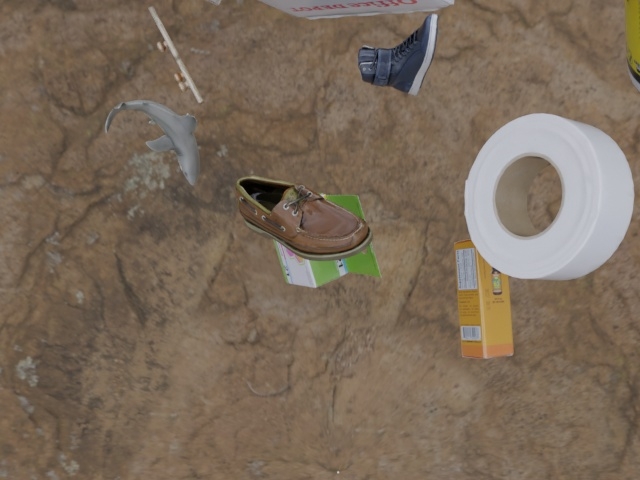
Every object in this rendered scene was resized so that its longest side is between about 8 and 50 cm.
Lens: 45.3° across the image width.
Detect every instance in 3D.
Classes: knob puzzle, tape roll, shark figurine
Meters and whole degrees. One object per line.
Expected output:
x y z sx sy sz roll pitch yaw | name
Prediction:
-0.274 -0.337 1.417 0.030 0.213 0.213 -28 75 -2 | knob puzzle
0.386 -0.072 1.327 0.100 0.286 0.286 4 69 -37 | tape roll
-0.339 -0.265 1.709 0.116 0.278 0.166 -7 58 39 | shark figurine

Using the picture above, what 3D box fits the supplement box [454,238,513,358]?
0.322 0.113 1.515 0.078 0.080 0.233 -1 87 -29 | supplement box

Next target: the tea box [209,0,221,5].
-0.364 -0.886 2.119 0.323 0.220 0.329 23 107 -28 | tea box

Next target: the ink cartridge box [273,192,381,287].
0.000 0.000 1.635 0.097 0.255 0.189 -23 104 -28 | ink cartridge box

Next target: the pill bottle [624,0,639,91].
0.472 -0.338 0.942 0.188 0.334 0.188 -12 50 15 | pill bottle

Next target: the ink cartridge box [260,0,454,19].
-0.041 -0.313 0.703 0.226 0.306 0.131 12 95 42 | ink cartridge box

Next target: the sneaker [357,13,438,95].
0.173 -0.433 1.752 0.163 0.226 0.086 14 53 -4 | sneaker

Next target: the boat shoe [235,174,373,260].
-0.046 -0.047 1.412 0.307 0.104 0.111 13 50 38 | boat shoe
